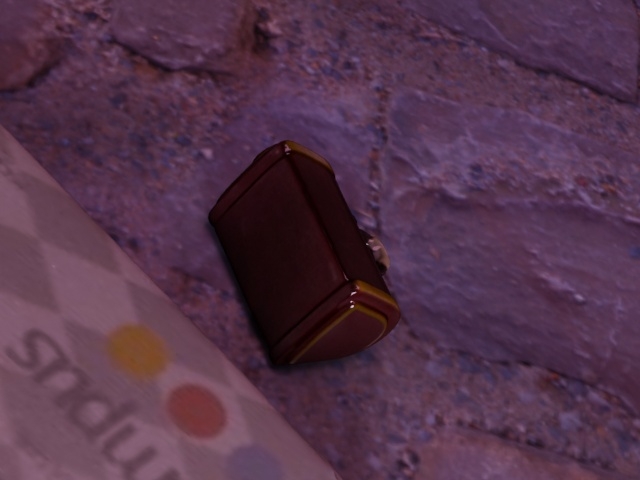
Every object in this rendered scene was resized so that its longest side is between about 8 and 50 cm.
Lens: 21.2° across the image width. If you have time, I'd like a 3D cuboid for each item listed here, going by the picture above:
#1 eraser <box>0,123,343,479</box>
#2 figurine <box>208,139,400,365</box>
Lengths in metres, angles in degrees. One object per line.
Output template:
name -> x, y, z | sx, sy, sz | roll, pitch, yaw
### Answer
eraser -> -0.135, 0.085, 0.922 | 0.397, 0.082, 0.213 | 45, 45, 10
figurine -> -0.001, 0.000, 1.087 | 0.098, 0.082, 0.154 | 8, 48, -44
